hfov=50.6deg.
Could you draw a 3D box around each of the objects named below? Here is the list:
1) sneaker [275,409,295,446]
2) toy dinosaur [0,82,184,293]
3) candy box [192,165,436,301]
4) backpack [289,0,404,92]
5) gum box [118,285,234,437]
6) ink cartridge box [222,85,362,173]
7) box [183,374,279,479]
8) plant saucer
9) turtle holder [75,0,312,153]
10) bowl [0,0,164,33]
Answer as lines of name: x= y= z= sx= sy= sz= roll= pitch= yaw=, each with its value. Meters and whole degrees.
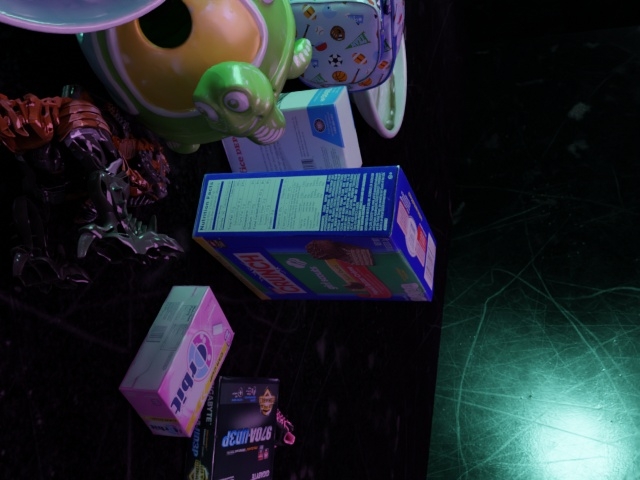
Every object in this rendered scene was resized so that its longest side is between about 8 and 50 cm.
sneaker: x=-0.077 y=0.330 z=1.232 sx=0.047 sy=0.057 sz=0.119 roll=-57 pitch=140 yaw=-52
toy dinosaur: x=-0.263 y=-0.069 z=0.706 sx=0.322 sy=0.164 sz=0.218 roll=0 pitch=74 yaw=-51
candy box: x=0.000 y=0.000 z=1.081 sx=0.268 sy=0.318 sz=0.122 roll=50 pitch=45 yaw=-57
backpack: x=0.044 y=-0.414 z=1.316 sx=0.263 sy=0.277 sz=0.213 roll=73 pitch=31 yaw=-52
gum box: x=-0.190 y=0.159 z=0.935 sx=0.188 sy=0.062 sz=0.107 roll=-70 pitch=151 yaw=-42
ink cartridge box: x=-0.049 y=-0.164 z=1.120 sx=0.085 sy=0.203 sz=0.148 roll=-65 pitch=148 yaw=-52
box: x=-0.136 y=0.305 z=1.084 sx=0.220 sy=0.051 sz=0.175 roll=32 pitch=60 yaw=-66
plant saucer: x=0.127 y=-0.459 z=1.727 sx=0.400 sy=0.101 sz=0.399 roll=-1 pitch=90 yaw=-70
turtle holder: x=-0.160 y=-0.223 z=0.754 sx=0.227 sy=0.244 sz=0.320 roll=44 pitch=37 yaw=-61
bowl: x=-0.251 y=-0.338 z=0.561 sx=0.312 sy=0.163 sz=0.311 roll=-16 pitch=117 yaw=-34
